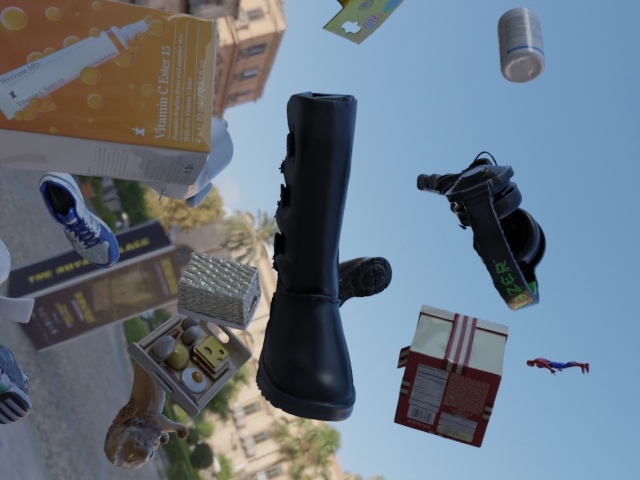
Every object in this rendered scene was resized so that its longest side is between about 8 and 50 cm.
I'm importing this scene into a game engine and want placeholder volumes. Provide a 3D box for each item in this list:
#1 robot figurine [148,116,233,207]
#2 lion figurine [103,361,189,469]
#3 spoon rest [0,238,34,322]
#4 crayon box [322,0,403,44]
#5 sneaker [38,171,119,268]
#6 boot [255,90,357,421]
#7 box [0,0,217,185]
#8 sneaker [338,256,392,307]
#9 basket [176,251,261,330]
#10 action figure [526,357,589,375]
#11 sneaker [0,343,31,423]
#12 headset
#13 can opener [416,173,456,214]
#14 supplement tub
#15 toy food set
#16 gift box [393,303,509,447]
[{"bbox_3d":[-0.395,-0.251,2.113,0.353,0.200,0.300,-53,135,-51],"label":"robot figurine"},{"bbox_3d":[-0.449,0.408,1.864,0.240,0.142,0.392,35,47,-50],"label":"lion figurine"},{"bbox_3d":[-0.689,0.079,1.489,0.276,0.084,0.137,35,-71,43],"label":"spoon rest"},{"bbox_3d":[0.125,-0.507,1.273,0.081,0.318,0.202,50,20,10],"label":"crayon box"},{"bbox_3d":[-0.637,-0.042,1.829,0.296,0.112,0.131,57,0,-15],"label":"sneaker"},{"bbox_3d":[-0.001,-0.001,1.088,0.367,0.146,0.445,-129,-132,-71],"label":"boot"},{"bbox_3d":[-0.338,-0.219,1.026,0.168,0.345,0.215,148,-56,-67],"label":"box"},{"bbox_3d":[0.024,0.111,1.674,0.130,0.286,0.109,-159,-125,-71],"label":"sneaker"},{"bbox_3d":[-0.222,0.108,1.544,0.103,0.167,0.113,94,12,-47],"label":"basket"},{"bbox_3d":[0.446,0.238,1.338,0.115,0.038,0.030,3,-87,41],"label":"action figure"},{"bbox_3d":[-0.511,0.172,1.043,0.098,0.083,0.224,-113,179,-56],"label":"sneaker"},{"bbox_3d":[0.309,-0.033,1.340,0.243,0.185,0.394,54,26,-31],"label":"headset"},{"bbox_3d":[0.361,-0.118,1.918,0.076,0.283,0.095,4,-91,41],"label":"can opener"},{"bbox_3d":[0.323,-0.314,1.138,0.071,0.071,0.107,99,-3,-60],"label":"supplement tub"},{"bbox_3d":[-0.305,0.271,1.715,0.220,0.092,0.306,45,26,2],"label":"toy food set"},{"bbox_3d":[0.312,0.334,1.752,0.258,0.255,0.276,-54,160,-60],"label":"gift box"}]
